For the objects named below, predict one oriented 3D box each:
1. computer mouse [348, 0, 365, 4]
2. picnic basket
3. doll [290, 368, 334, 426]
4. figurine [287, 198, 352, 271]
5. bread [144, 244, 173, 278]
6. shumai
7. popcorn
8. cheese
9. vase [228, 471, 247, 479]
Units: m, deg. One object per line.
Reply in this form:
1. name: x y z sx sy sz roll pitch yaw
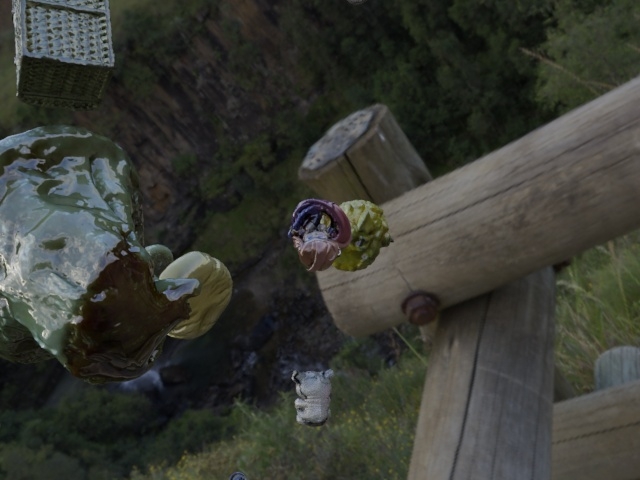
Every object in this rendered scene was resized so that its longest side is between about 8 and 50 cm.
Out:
1. computer mouse: 0.072 -0.550 1.342 0.066 0.096 0.039 -18 34 11
2. picnic basket: -0.407 -0.321 0.987 0.154 0.134 0.196 -29 67 55
3. doll: -0.022 0.501 2.038 0.149 0.192 0.095 -3 -4 -19
4. figurine: 0.000 0.004 1.213 0.126 0.114 0.157 -4 50 -1
5. bread: -0.467 0.091 1.836 0.112 0.036 0.193 -25 -42 -52
6. shumai: -0.350 0.045 0.958 0.323 0.324 0.397 24 108 37
7. popcorn: 0.094 -0.014 1.817 0.169 0.189 0.218 35 95 45
8. cheese: -0.325 0.134 1.574 0.117 0.214 0.226 28 72 28
9. vase: -0.266 0.792 2.028 0.059 0.059 0.167 -59 -10 -35
